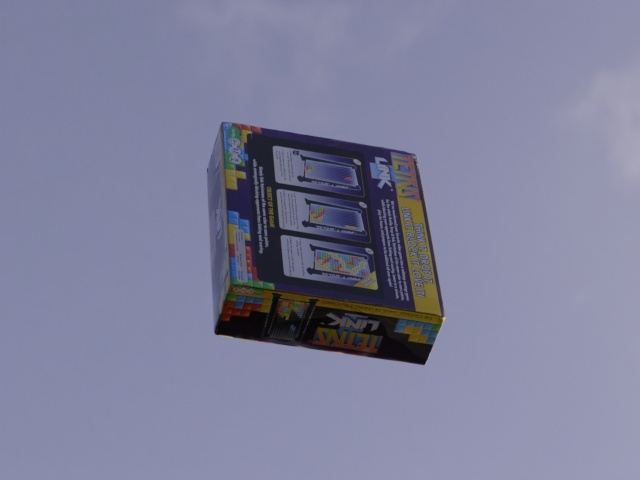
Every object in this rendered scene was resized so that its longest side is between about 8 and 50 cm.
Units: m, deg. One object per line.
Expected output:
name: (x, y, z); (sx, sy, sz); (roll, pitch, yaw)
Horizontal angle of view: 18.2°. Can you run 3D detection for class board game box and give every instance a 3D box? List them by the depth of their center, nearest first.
board game box: (0.000, 0.000, 1.301); (0.141, 0.170, 0.048); (10, -51, -13)
